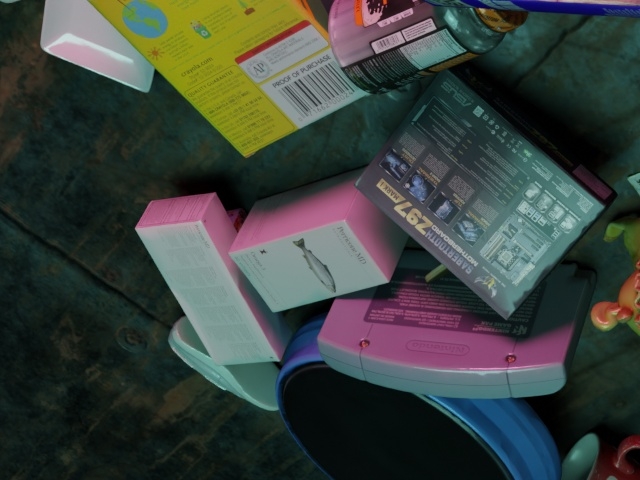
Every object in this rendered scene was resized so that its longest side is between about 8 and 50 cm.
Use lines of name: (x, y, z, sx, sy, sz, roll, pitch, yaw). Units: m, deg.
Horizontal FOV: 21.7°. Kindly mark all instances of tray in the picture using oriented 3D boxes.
tray: (-0.235, -0.295, 1.882, 0.145, 0.030, 0.270, 22, 136, 4)

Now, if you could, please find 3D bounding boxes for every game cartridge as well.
game cartridge: (0.156, 0.096, 1.947, 0.297, 0.198, 0.062, 5, 137, 22)

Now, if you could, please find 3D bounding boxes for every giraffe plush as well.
giraffe plush: (0.389, 0.051, 1.815, 0.210, 0.170, 0.181, 38, 135, -12)

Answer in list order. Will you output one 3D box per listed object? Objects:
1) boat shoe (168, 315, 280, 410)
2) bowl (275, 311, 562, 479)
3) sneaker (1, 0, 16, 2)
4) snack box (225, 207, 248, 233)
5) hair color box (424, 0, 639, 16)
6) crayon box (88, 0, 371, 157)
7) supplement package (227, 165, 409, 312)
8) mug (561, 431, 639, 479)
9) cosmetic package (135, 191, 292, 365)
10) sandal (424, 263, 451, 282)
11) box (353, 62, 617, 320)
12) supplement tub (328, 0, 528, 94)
boat shoe: (-0.127, 0.172, 2.251, 0.184, 0.066, 0.063, 31, 150, -8)
bowl: (0.115, 0.250, 2.130, 0.391, 0.077, 0.391, 25, 148, 17)
sneaker: (-0.376, -0.325, 1.904, 0.070, 0.051, 0.134, -18, 125, 30)
snack box: (-0.138, 0.017, 2.125, 0.141, 0.037, 0.100, -10, 127, 32)
hair color box: (0.254, -0.302, 1.533, 0.338, 0.110, 0.185, 6, 94, 21)
crayon box: (-0.104, -0.252, 1.795, 0.202, 0.081, 0.318, -24, 124, 34)
supplement package: (0.000, 0.000, 1.996, 0.179, 0.105, 0.105, -17, 121, 35)
mug: (0.399, 0.328, 2.111, 0.169, 0.113, 0.150, 30, 155, -9)
cosmetic package: (-0.129, 0.051, 2.080, 0.099, 0.060, 0.239, -5, 129, 30)
sandal: (0.199, -0.041, 1.905, 0.240, 0.088, 0.079, -34, 80, 35)
box: (0.178, -0.055, 1.823, 0.232, 0.059, 0.183, 41, 119, 8)
supplement tub: (0.111, -0.231, 1.718, 0.190, 0.117, 0.117, -19, 121, 36)
